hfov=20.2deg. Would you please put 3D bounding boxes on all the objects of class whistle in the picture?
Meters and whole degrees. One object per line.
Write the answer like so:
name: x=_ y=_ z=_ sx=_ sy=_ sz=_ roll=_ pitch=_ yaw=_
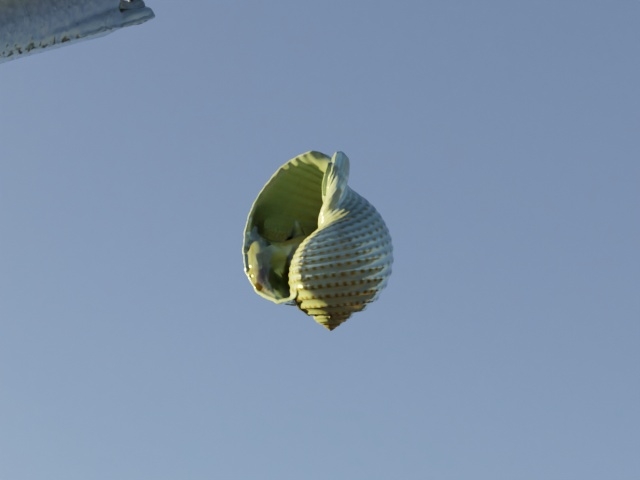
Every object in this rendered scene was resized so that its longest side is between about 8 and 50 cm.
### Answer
whistle: x=-0.208 y=-0.133 z=1.094 sx=0.057 sy=0.326 sz=0.068 roll=-42 pitch=-97 yaw=31

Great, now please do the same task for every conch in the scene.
conch: x=0.002 y=0.003 z=0.899 sx=0.076 sy=0.085 sz=0.056 roll=-3 pitch=-27 yaw=28
